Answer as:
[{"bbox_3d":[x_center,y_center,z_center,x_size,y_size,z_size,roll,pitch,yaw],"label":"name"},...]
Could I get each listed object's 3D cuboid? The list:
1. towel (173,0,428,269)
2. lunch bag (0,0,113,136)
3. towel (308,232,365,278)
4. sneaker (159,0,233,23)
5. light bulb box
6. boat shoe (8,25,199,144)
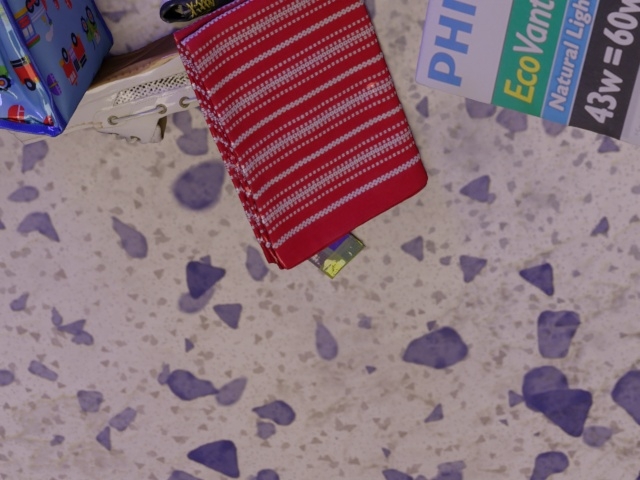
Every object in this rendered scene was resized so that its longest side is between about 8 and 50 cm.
[{"bbox_3d":[-0.012,-0.125,1.486,0.199,0.031,0.275,-30,117,-15],"label":"towel"},{"bbox_3d":[-0.306,-0.267,1.375,0.138,0.221,0.293,-6,118,8],"label":"lunch bag"},{"bbox_3d":[0.000,0.000,1.615,0.083,0.009,0.060,39,114,-15],"label":"towel"},{"bbox_3d":[-0.123,-0.233,1.483,0.083,0.035,0.031,-16,117,14],"label":"sneaker"},{"bbox_3d":[0.259,-0.310,1.199,0.225,0.361,0.358,18,120,14],"label":"light bulb box"},{"bbox_3d":[-0.186,-0.139,1.506,0.277,0.098,0.096,-18,115,13],"label":"boat shoe"}]
